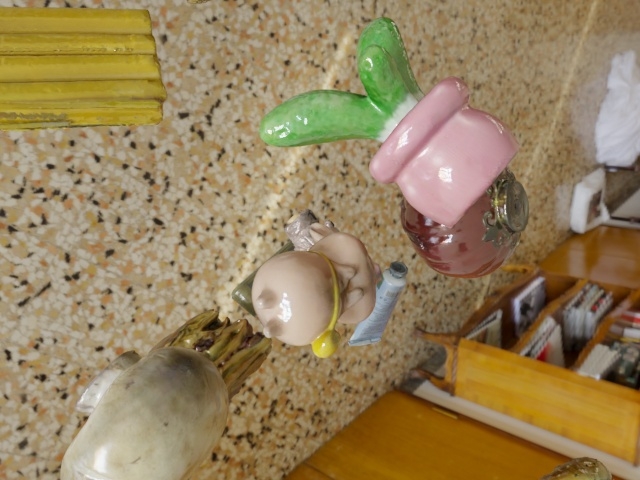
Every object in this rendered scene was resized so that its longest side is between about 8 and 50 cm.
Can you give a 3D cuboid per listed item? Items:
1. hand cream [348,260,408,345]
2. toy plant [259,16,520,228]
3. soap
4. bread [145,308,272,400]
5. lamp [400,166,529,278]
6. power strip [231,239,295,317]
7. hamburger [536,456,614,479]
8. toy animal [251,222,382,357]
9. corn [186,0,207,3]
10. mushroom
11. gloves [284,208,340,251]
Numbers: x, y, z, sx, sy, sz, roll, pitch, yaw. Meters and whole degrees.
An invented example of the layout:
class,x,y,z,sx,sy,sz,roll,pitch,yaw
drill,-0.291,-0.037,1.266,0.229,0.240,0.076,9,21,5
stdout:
class,x,y,z,sx,sy,sz,roll,pitch,yaw
hand cream,0.133,0.151,1.289,0.088,0.055,0.255,-6,134,-25
toy plant,0.127,-0.178,0.951,0.356,0.210,0.317,43,78,1
soap,-0.433,-0.282,0.958,0.325,0.096,0.204,-7,66,-21
bread,-0.270,0.265,1.186,0.277,0.325,0.167,-42,97,-32
lamp,0.315,-0.065,1.282,0.303,0.257,0.302,7,80,-48
power strip,-0.087,0.067,1.503,0.066,0.092,0.387,-53,174,38
hamburger,0.378,0.402,0.887,0.186,0.113,0.177,-12,139,-41
toy animal,-0.004,0.076,0.871,0.248,0.149,0.165,-22,114,-56
corn,-0.154,-0.565,1.154,0.292,0.101,0.101,-30,130,6
mushroom,-0.238,0.255,0.777,0.184,0.255,0.255,40,62,1
gloves,-0.006,0.000,1.187,0.144,0.094,0.110,37,31,-15
